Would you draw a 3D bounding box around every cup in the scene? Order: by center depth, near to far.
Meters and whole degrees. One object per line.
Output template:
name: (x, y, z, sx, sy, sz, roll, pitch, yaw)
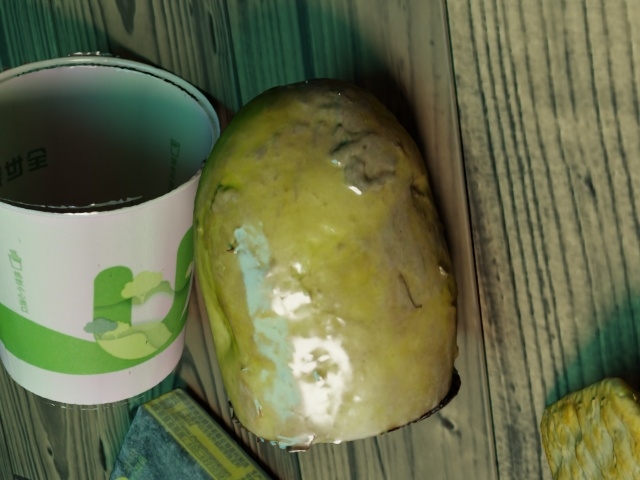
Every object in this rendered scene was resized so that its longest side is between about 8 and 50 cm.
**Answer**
cup: (-0.225, -0.003, 1.533, 0.253, 0.253, 0.274, 32, 135, 29)

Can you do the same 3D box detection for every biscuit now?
biscuit: (0.217, 0.172, 1.252, 0.247, 0.029, 0.118, 122, 136, -75)

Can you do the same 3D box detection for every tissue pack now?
tissue pack: (-0.107, 0.300, 1.674, 0.257, 0.081, 0.185, 44, 134, 21)

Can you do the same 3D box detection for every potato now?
potato: (0.000, 0.000, 1.333, 0.229, 0.229, 0.266, 11, 121, 40)
